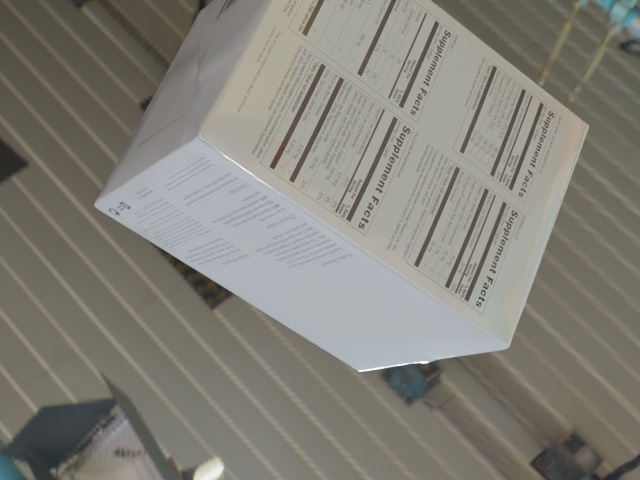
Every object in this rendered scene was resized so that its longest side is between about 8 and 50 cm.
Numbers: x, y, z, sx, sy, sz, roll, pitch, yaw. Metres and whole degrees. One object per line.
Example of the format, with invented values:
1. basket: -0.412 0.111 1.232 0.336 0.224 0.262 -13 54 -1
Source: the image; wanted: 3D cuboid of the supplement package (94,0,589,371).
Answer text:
1. supplement package: 0.016 -0.056 0.859 0.262 0.199 0.198 34 -115 -20
